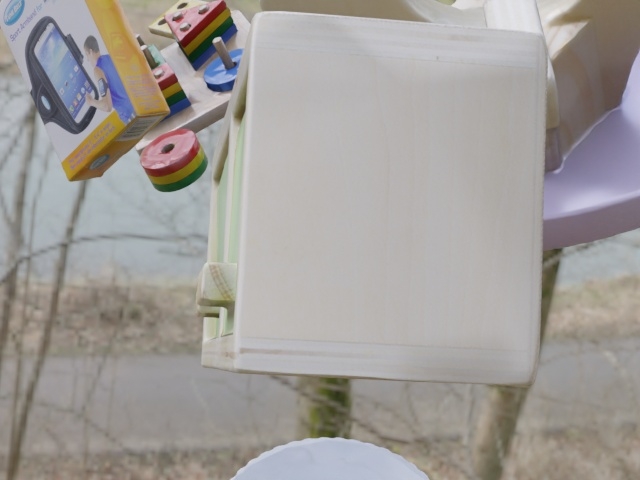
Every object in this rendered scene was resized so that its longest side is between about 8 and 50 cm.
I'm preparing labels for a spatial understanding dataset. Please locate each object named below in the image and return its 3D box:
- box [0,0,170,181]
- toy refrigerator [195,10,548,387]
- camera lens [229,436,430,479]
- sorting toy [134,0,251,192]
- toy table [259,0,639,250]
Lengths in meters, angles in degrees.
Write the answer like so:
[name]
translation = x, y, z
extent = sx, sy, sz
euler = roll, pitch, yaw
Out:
[box]
translation = -0.144, -0.112, 0.763
extent = 0.028, 0.136, 0.081
euler = -17, -14, -47
[toy refrigerator]
translation = 0.000, 0.000, 0.488
extent = 0.094, 0.102, 0.269
euler = 4, -5, -7
[camera lens]
translation = 0.003, 0.331, 1.113
extent = 0.219, 0.274, 0.219
euler = 2, 40, -2
[sorting toy]
translation = -0.112, -0.144, 1.050
extent = 0.132, 0.046, 0.274
euler = -29, 36, -4
[toy table]
translation = 0.112, -0.112, 0.730
extent = 0.274, 0.161, 0.252
euler = -19, 46, 1
